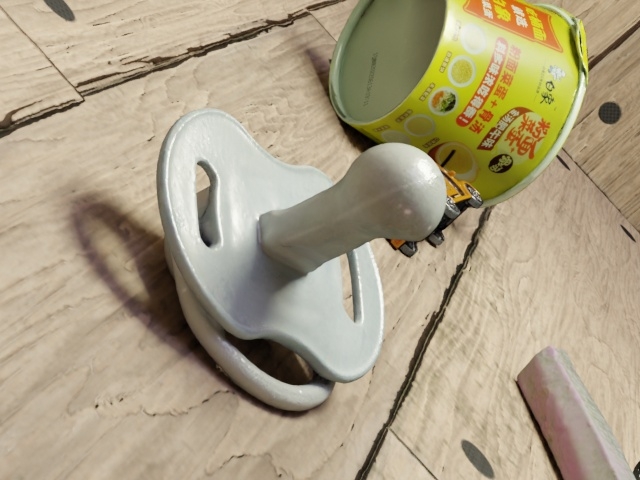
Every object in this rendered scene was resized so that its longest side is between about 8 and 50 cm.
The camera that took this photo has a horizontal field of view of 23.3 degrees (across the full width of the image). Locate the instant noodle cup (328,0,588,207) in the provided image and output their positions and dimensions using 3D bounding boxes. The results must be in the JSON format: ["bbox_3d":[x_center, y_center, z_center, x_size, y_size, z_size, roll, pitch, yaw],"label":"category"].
[{"bbox_3d":[0.170,-0.219,2.041,0.221,0.311,0.311,23,28,-34],"label":"instant noodle cup"}]

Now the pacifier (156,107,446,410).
[{"bbox_3d":[0.000,0.000,1.235,0.287,0.226,0.238,31,42,-42],"label":"pacifier"}]

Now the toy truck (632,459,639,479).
[{"bbox_3d":[0.476,0.310,1.791,0.147,0.165,0.224,41,18,-22],"label":"toy truck"}]

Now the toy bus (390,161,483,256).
[{"bbox_3d":[0.126,-0.045,1.867,0.088,0.083,0.194,49,17,8],"label":"toy bus"}]

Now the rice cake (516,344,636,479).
[{"bbox_3d":[0.288,0.232,1.665,0.056,0.072,0.365,34,21,-29],"label":"rice cake"}]
